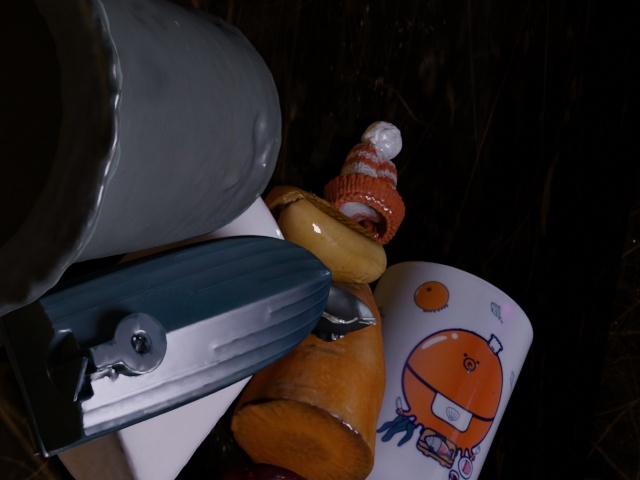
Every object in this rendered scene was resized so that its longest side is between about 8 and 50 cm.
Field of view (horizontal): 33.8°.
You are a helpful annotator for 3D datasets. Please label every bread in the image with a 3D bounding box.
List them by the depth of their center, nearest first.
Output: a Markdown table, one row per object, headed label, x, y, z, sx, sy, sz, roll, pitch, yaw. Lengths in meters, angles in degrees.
| label | x | y | z | sx | sy | sz | roll | pitch | yaw |
| --- | --- | --- | --- | --- | --- | --- | --- | --- | --- |
| bread | 0.000 | 0.000 | 1.124 | 0.077 | 0.114 | 0.189 | -48 | 144 | 14 |

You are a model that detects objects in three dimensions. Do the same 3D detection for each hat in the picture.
| label | x | y | z | sx | sy | sz | roll | pitch | yaw |
| --- | --- | --- | --- | --- | --- | --- | --- | --- | --- |
| hat | 0.057 | -0.076 | 1.252 | 0.112 | 0.093 | 0.162 | 80 | 14 | -50 |

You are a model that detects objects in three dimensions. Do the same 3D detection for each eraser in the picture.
| label | x | y | z | sx | sy | sz | roll | pitch | yaw |
| --- | --- | --- | --- | --- | --- | --- | --- | --- | --- |
| eraser | -0.127 | 0.083 | 0.924 | 0.270 | 0.094 | 0.174 | -51 | 134 | -42 |

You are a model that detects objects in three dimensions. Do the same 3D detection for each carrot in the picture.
| label | x | y | z | sx | sy | sz | roll | pitch | yaw |
| --- | --- | --- | --- | --- | --- | --- | --- | --- | --- |
| carrot | 0.001 | 0.135 | 1.157 | 0.159 | 0.159 | 0.225 | 67 | 29 | -46 |

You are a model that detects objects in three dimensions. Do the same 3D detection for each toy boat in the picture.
| label | x | y | z | sx | sy | sz | roll | pitch | yaw |
| --- | --- | --- | --- | --- | --- | --- | --- | --- | --- |
| toy boat | -0.099 | 0.061 | 0.791 | 0.296 | 0.122 | 0.114 | -18 | 90 | -46 |

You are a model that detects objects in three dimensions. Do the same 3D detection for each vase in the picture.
| label | x | y | z | sx | sy | sz | roll | pitch | yaw |
| --- | --- | --- | --- | --- | --- | --- | --- | --- | --- |
| vase | -0.154 | -0.080 | 0.688 | 0.291 | 0.245 | 0.245 | -8 | 106 | -65 |

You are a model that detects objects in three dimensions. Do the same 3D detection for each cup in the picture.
| label | x | y | z | sx | sy | sz | roll | pitch | yaw |
| --- | --- | --- | --- | --- | --- | --- | --- | --- | --- |
| cup | 0.110 | 0.215 | 1.289 | 0.317 | 0.212 | 0.212 | -63 | 148 | -27 |

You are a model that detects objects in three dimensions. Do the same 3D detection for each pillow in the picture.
| label | x | y | z | sx | sy | sz | roll | pitch | yaw |
| --- | --- | --- | --- | --- | --- | --- | --- | --- | --- |
| pillow | -0.013 | 0.061 | 1.087 | 0.091 | 0.135 | 0.055 | -32 | 138 | -49 |

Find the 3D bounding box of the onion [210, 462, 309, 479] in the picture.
| label | x | y | z | sx | sy | sz | roll | pitch | yaw |
| --- | --- | --- | --- | --- | --- | --- | --- | --- | --- |
| onion | -0.089 | 0.313 | 0.984 | 0.252 | 0.219 | 0.252 | -57 | -177 | 5 |
